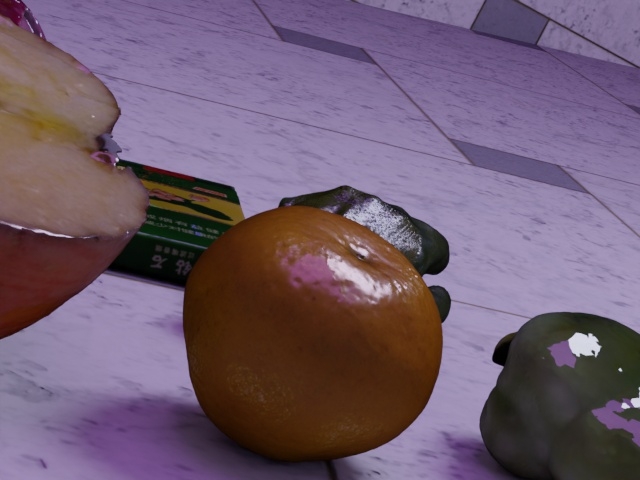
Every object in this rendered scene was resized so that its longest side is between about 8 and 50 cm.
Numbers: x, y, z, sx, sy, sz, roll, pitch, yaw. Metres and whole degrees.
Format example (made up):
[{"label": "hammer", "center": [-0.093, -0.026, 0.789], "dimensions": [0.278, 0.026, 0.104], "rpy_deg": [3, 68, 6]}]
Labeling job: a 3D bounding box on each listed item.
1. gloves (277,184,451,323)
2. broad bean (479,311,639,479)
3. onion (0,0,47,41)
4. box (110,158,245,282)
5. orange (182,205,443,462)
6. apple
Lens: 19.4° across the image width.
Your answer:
[{"label": "gloves", "center": [0.023, 0.019, 1.366], "dimensions": [0.135, 0.107, 0.268], "rpy_deg": [52, 22, 13]}, {"label": "broad bean", "center": [0.206, 0.121, 1.161], "dimensions": [0.228, 0.100, 0.169], "rpy_deg": [35, 34, 24]}, {"label": "onion", "center": [-0.301, -0.131, 1.477], "dimensions": [0.177, 0.153, 0.177], "rpy_deg": [-15, 7, 2]}, {"label": "box", "center": [-0.122, -0.016, 1.469], "dimensions": [0.132, 0.034, 0.235], "rpy_deg": [13, 14, -11]}, {"label": "orange", "center": [-0.009, 0.057, 1.077], "dimensions": [0.159, 0.136, 0.159], "rpy_deg": [26, 25, -13]}, {"label": "apple", "center": [-0.245, -0.027, 1.091], "dimensions": [0.251, 0.163, 0.293], "rpy_deg": [23, 24, -15]}]
